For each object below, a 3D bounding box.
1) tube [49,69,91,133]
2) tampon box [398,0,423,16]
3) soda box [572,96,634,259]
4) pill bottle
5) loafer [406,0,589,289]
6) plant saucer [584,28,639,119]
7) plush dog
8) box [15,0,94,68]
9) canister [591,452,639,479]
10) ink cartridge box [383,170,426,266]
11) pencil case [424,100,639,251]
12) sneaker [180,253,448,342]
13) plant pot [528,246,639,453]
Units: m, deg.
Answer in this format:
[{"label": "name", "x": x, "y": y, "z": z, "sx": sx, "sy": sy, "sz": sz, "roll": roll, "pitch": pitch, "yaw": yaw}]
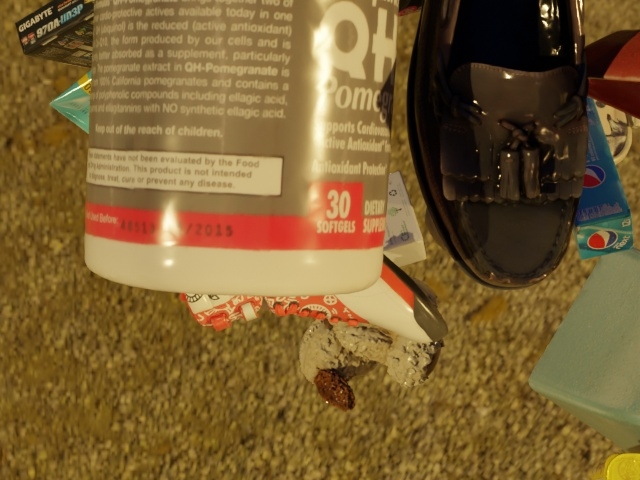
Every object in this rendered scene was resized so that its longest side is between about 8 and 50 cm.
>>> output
[{"label": "tube", "x": -0.250, "y": -0.218, "z": 1.406, "sx": 0.080, "sy": 0.207, "sz": 0.052, "roll": 41, "pitch": 21, "yaw": -25}, {"label": "tampon box", "x": 0.115, "y": -0.263, "z": 0.819, "sx": 0.120, "sy": 0.161, "sz": 0.101, "roll": -19, "pitch": 77, "yaw": -26}, {"label": "soda box", "x": 0.324, "y": -0.083, "z": 1.338, "sx": 0.067, "sy": 0.071, "sz": 0.210, "roll": -13, "pitch": 50, "yaw": 10}, {"label": "pill bottle", "x": -0.042, "y": -0.134, "z": 0.629, "sx": 0.176, "sy": 0.176, "sz": 0.319, "roll": 2, "pitch": 95, "yaw": -10}, {"label": "loafer", "x": 0.108, "y": -0.118, "z": 0.655, "sx": 0.109, "sy": 0.095, "sz": 0.303, "roll": -3, "pitch": 92, "yaw": -2}, {"label": "plant saucer", "x": 0.300, "y": -0.068, "z": 0.653, "sx": 0.259, "sy": 0.048, "sz": 0.258, "roll": 20, "pitch": 5, "yaw": -16}, {"label": "plush dog", "x": 0.054, "y": 0.146, "z": 1.754, "sx": 0.210, "sy": 0.225, "sz": 0.262, "roll": 39, "pitch": 18, "yaw": -15}, {"label": "box", "x": -0.277, "y": -0.294, "z": 1.505, "sx": 0.220, "sy": 0.175, "sz": 0.051, "roll": 0, "pitch": 71, "yaw": -60}, {"label": "canister", "x": 0.436, "y": 0.329, "z": 1.477, "sx": 0.126, "sy": 0.170, "sz": 0.073, "roll": 2, "pitch": 76, "yaw": 6}, {"label": "ink cartridge box", "x": 0.000, "y": 0.000, "z": 1.854, "sx": 0.332, "sy": 0.065, "sz": 0.165, "roll": -14, "pitch": 51, "yaw": 2}, {"label": "pencil case", "x": 0.339, "y": -0.115, "z": 1.793, "sx": 0.183, "sy": 0.410, "sz": 0.160, "roll": -7, "pitch": 70, "yaw": -28}, {"label": "sneaker", "x": -0.026, "y": 0.039, "z": 0.972, "sx": 0.270, "sy": 0.090, "sz": 0.145, "roll": 40, "pitch": 95, "yaw": -11}, {"label": "plant pot", "x": 0.492, "y": 0.183, "z": 1.491, "sx": 0.248, "sy": 0.252, "sz": 0.247, "roll": 33, "pitch": 87, "yaw": -28}]
